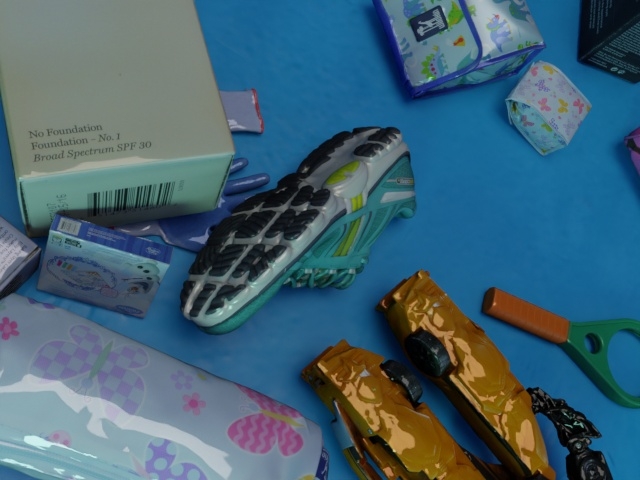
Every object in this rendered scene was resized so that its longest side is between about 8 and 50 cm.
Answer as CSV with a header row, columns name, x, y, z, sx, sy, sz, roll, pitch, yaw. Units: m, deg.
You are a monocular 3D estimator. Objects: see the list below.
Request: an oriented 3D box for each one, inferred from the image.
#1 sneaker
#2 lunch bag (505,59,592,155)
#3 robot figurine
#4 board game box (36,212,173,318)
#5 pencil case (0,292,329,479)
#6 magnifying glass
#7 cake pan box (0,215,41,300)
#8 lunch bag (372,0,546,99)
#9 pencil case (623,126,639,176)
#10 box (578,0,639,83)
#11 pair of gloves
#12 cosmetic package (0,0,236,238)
name,x,y,z,sx,sy,sz,roll,pitch,yaw
sneaker,0.000,0.000,0.657,0.275,0.107,0.110,-39,119,-33
lunch bag,0.248,-0.150,0.842,0.083,0.053,0.071,43,64,-15
robot figurine,0.128,0.181,0.664,0.211,0.085,0.291,-38,88,-27
board game box,-0.170,0.022,0.593,0.090,0.090,0.020,18,51,-16
pencil case,-0.134,0.142,0.553,0.273,0.113,0.124,27,44,-11
magnifying glass,0.270,0.104,0.783,0.231,0.026,0.092,24,66,-15
cake pan box,-0.377,0.029,0.521,0.245,0.070,0.267,37,63,-4
lunch bag,0.142,-0.229,0.807,0.151,0.096,0.129,-18,82,-12
pencil case,0.432,-0.050,0.856,0.095,0.098,0.209,-22,81,-26
box,0.393,-0.297,0.889,0.093,0.158,0.156,17,68,-16
pair of gloves,-0.120,-0.080,0.686,0.159,0.023,0.198,-2,74,-23
cosmetic package,-0.187,-0.171,0.620,0.160,0.113,0.309,-11,72,-21
